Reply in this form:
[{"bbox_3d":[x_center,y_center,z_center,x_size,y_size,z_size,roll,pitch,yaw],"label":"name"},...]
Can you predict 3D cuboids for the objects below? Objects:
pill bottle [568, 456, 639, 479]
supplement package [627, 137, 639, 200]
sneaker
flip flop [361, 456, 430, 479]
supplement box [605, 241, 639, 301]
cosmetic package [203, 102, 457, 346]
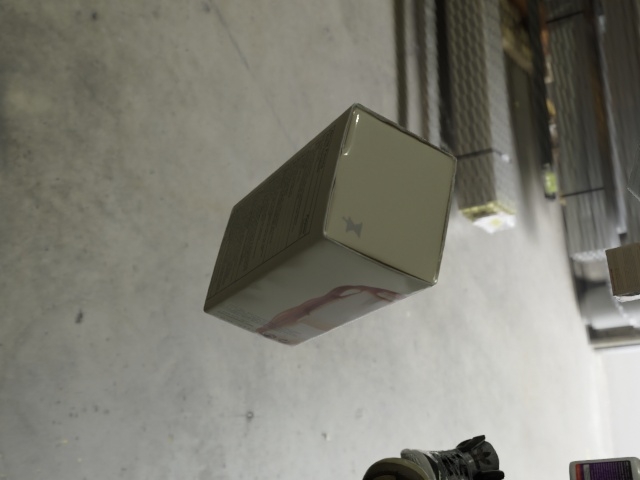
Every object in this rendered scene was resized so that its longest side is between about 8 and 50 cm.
[{"bbox_3d":[0.638,0.520,1.810,0.108,0.193,0.108,-10,90,-70],"label":"pill bottle"},{"bbox_3d":[0.769,-0.112,1.630,0.263,0.199,0.198,57,-9,32],"label":"supplement package"},{"bbox_3d":[0.224,0.379,1.421,0.269,0.153,0.101,64,2,-65],"label":"sneaker"},{"bbox_3d":[0.093,0.348,0.959,0.080,0.112,0.277,-56,146,-59],"label":"flip flop"},{"bbox_3d":[0.405,0.033,1.033,0.036,0.098,0.062,26,55,-49],"label":"supplement box"},{"bbox_3d":[0.000,0.000,0.898,0.129,0.296,0.153,24,64,-20],"label":"cosmetic package"}]
